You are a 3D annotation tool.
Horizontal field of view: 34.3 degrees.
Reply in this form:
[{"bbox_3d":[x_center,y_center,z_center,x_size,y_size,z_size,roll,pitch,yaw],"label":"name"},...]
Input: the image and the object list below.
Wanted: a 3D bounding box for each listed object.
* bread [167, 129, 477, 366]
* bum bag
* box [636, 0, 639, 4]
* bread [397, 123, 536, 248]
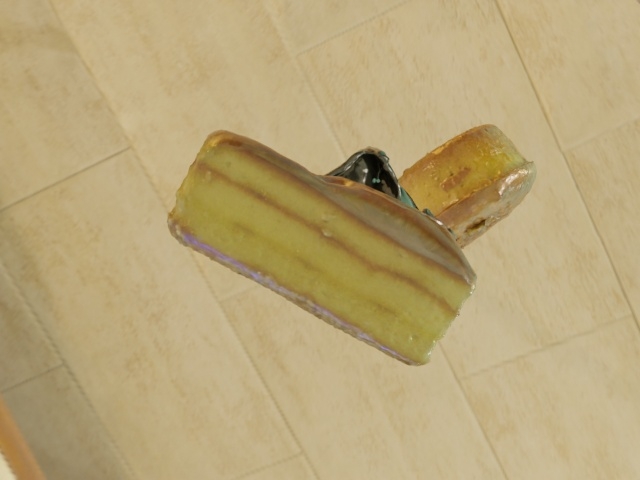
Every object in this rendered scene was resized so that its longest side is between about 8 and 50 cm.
[{"bbox_3d":[0.000,0.000,0.853,0.234,0.184,0.111,27,90,-2],"label":"bread"},{"bbox_3d":[0.083,-0.007,1.235,0.079,0.326,0.142,30,87,37],"label":"bum bag"},{"bbox_3d":[0.500,-0.388,1.318,0.106,0.203,0.252,-3,132,-13],"label":"box"},{"bbox_3d":[0.226,-0.075,1.651,0.268,0.268,0.146,-37,79,18],"label":"bread"}]
